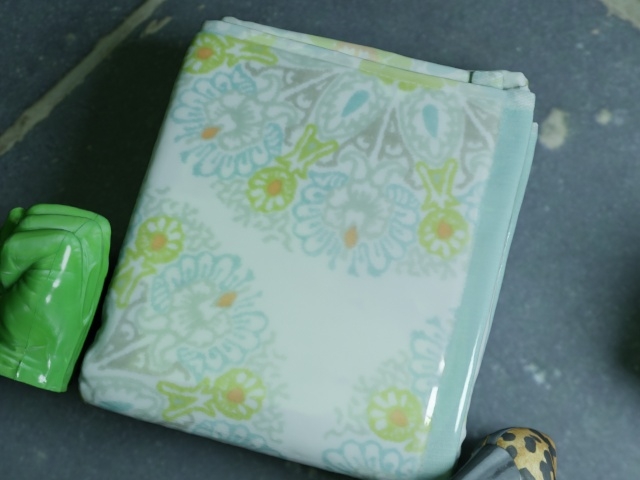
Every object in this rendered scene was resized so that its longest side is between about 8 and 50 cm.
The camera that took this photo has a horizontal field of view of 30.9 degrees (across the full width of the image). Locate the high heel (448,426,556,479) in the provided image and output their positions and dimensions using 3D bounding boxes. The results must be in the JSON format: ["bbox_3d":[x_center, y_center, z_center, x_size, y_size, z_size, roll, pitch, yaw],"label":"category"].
[{"bbox_3d":[0.166,0.284,0.897,0.093,0.186,0.261,-13,102,45],"label":"high heel"}]

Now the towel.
[{"bbox_3d":[0.000,0.000,0.993,0.320,0.090,0.375,13,73,9],"label":"towel"}]

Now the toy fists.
[{"bbox_3d":[-0.232,0.043,0.973,0.096,0.279,0.142,20,82,-7],"label":"toy fists"}]
